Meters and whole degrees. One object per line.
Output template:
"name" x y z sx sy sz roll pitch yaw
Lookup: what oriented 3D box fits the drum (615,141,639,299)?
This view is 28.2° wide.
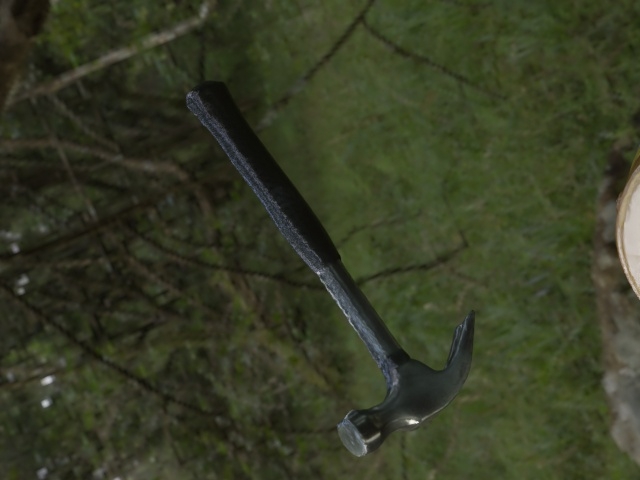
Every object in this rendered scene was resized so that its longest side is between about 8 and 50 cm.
"drum" 0.545 -0.048 1.381 0.431 0.214 0.431 17 138 16

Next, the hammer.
"hammer" 0.000 0.000 0.749 0.246 0.103 0.029 57 156 16
